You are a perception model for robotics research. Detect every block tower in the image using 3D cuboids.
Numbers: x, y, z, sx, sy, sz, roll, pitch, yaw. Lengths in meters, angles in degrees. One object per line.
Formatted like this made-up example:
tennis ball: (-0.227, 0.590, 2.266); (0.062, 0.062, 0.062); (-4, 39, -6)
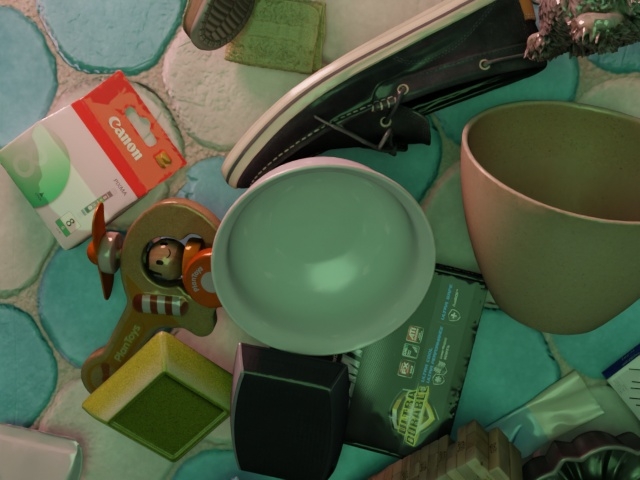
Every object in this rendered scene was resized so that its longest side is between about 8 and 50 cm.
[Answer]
block tower: (0.130, 0.380, 1.474); (0.335, 0.097, 0.091); (-35, 107, 23)

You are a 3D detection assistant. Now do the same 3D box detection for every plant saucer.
plant saucer: (-0.225, 0.248, 1.502); (0.188, 0.045, 0.188); (-42, 120, 18)

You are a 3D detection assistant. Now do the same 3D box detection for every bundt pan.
bundt pan: (0.409, 0.419, 1.474); (0.330, 0.124, 0.331); (0, 105, -1)

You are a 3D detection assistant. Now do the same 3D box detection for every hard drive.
hard drive: (-0.050, 0.258, 1.448); (0.172, 0.054, 0.255); (11, 134, 6)

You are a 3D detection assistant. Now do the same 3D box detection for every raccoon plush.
raccoon plush: (0.487, -0.272, 1.310); (0.446, 0.216, 0.299); (35, 75, 2)

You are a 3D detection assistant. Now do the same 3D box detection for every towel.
towel: (-0.066, -0.304, 1.493); (0.148, 0.027, 0.110); (7, 97, 3)

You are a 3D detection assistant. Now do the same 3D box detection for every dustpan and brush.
dustpan and brush: (-0.445, 0.397, 1.592); (0.147, 0.060, 0.211); (9, 91, 14)

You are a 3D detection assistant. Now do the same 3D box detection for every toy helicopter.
toy helicopter: (-0.270, 0.089, 1.506); (0.235, 0.140, 0.355); (31, 110, -6)

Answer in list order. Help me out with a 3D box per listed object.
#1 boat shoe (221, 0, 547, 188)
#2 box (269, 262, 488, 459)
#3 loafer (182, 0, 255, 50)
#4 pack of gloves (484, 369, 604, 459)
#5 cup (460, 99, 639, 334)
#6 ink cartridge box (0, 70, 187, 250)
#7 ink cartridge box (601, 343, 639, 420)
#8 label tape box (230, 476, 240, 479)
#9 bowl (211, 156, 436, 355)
boat shoe: (0.091, -0.190, 1.419); (0.500, 0.187, 0.156); (-29, 88, 2)
box: (0.073, 0.160, 1.515); (0.293, 0.073, 0.296); (14, 97, 2)
loafer: (-0.139, -0.388, 1.453); (0.087, 0.094, 0.251); (15, 78, 33)
pack of gloves: (0.343, 0.340, 1.527); (0.232, 0.046, 0.195); (-34, 92, 7)
cup: (0.335, -0.014, 1.378); (0.331, 0.331, 0.237); (10, 123, 3)
ink cartridge box: (-0.344, -0.120, 1.523); (0.224, 0.056, 0.181); (-35, 93, 9)
ink cartridge box: (0.522, 0.251, 1.503); (0.097, 0.046, 0.207); (-40, 92, 8)
label tape box: (-0.112, 0.540, 1.552); (0.240, 0.106, 0.334); (-36, 92, 7)
bowl: (0.000, 0.000, 1.377); (0.297, 0.134, 0.298); (-3, 122, -4)
